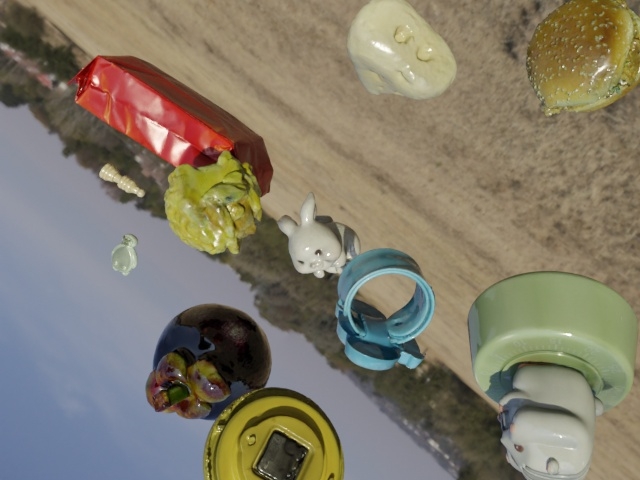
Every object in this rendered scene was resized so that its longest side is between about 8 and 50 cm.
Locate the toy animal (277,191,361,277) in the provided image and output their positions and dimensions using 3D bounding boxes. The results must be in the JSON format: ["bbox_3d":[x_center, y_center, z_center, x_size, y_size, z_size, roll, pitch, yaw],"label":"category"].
[{"bbox_3d":[0.000,-0.003,1.480,0.193,0.127,0.178,19,-132,-46],"label":"toy animal"}]

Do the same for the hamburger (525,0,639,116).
[{"bbox_3d":[0.452,-0.331,1.073,0.122,0.215,0.189,11,172,-42],"label":"hamburger"}]

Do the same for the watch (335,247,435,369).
[{"bbox_3d":[0.125,0.120,1.160,0.211,0.193,0.211,18,-158,-7],"label":"watch"}]

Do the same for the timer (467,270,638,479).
[{"bbox_3d":[0.378,0.256,1.030,0.291,0.315,0.291,11,136,11],"label":"timer"}]

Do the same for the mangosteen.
[{"bbox_3d":[-0.255,0.278,1.343,0.275,0.275,0.302,40,-149,8],"label":"mangosteen"}]

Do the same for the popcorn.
[{"bbox_3d":[-0.173,-0.065,1.035,0.173,0.173,0.142,38,173,23],"label":"popcorn"}]

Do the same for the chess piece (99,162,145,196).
[{"bbox_3d":[-0.381,-0.113,1.207,0.092,0.035,0.035,32,175,3],"label":"chess piece"}]

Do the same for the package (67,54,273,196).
[{"bbox_3d":[-0.281,-0.231,1.247,0.423,0.123,0.196,35,-160,2],"label":"package"}]

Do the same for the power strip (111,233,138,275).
[{"bbox_3d":[-0.368,0.027,1.159,0.055,0.083,0.035,28,-160,10],"label":"power strip"}]

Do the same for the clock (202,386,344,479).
[{"bbox_3d":[-0.063,0.340,0.964,0.237,0.237,0.057,40,146,0],"label":"clock"}]

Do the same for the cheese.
[{"bbox_3d":[0.186,-0.449,1.457,0.251,0.173,0.248,33,173,40],"label":"cheese"}]
